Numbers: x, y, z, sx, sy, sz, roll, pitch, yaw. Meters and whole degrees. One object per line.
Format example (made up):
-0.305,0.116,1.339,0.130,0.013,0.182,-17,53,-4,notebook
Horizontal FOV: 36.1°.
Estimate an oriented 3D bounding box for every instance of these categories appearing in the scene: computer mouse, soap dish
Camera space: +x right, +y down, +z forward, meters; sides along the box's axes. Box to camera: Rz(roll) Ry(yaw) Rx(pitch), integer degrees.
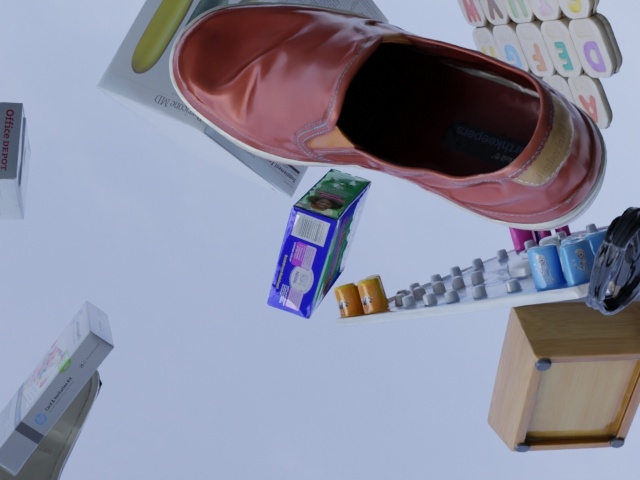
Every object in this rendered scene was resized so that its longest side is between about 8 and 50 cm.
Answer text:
0.192,-0.055,0.548,0.071,0.242,0.041,-17,-134,-35,computer mouse
0.394,0.213,1.529,0.228,0.291,0.118,-2,-137,-3,soap dish

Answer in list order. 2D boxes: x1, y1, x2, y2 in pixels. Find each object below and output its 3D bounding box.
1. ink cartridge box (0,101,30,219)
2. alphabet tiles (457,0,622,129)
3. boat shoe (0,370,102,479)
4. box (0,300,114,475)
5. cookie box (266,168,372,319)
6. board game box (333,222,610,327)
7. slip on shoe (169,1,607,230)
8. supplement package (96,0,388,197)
-0.502,-0.112,1.374,0.176,0.127,0.128,2,-117,-9,ink cartridge box
0.242,-0.256,1.142,0.021,0.284,0.278,-30,-72,-12,alphabet tiles
-0.401,0.300,1.323,0.116,0.097,0.324,28,-103,-7,boat shoe
-0.320,0.171,1.174,0.038,0.145,0.186,39,-91,-18,box
0.000,0.000,0.803,0.040,0.092,0.107,20,-155,9,cookie box
0.266,0.005,1.113,0.390,0.390,0.050,-18,-88,-35,board game box
0.026,-0.099,0.654,0.331,0.101,0.123,24,-95,30,slip on shoe
-0.091,-0.230,1.204,0.199,0.198,0.263,25,-96,35,supplement package
